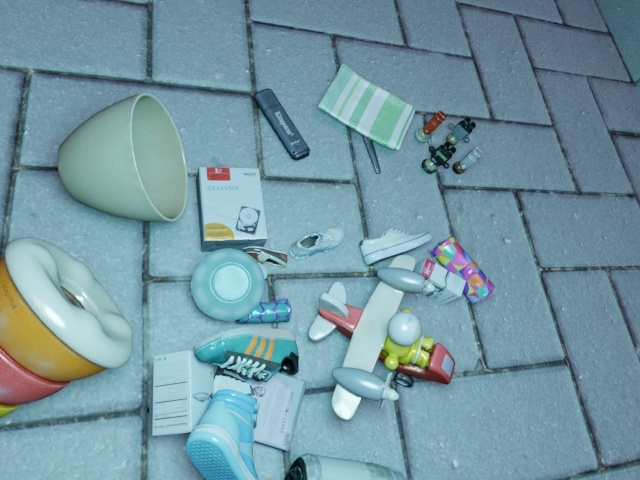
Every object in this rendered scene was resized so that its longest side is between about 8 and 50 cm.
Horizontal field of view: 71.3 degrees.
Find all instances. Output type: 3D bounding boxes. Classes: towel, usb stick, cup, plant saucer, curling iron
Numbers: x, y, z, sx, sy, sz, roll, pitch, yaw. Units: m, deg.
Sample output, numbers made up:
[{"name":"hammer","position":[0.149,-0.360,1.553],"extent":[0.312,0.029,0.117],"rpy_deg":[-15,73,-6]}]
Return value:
[{"name":"towel","position":[0.177,-0.480,1.612],"extent":[0.325,0.038,0.247],"rpy_deg":[30,60,-8]},{"name":"usb stick","position":[-0.130,-0.393,1.502],"extent":[0.077,0.045,0.277],"rpy_deg":[-26,79,-27]},{"name":"cup","position":[-0.520,-0.197,1.163],"extent":[0.237,0.331,0.330],"rpy_deg":[-7,69,5]},{"name":"plant saucer","position":[-0.237,0.112,1.167],"extent":[0.195,0.037,0.194],"rpy_deg":[4,77,-19]},{"name":"curling iron","position":[0.182,-0.365,1.603],"extent":[0.068,0.035,0.273],"rpy_deg":[-2,69,-20]}]

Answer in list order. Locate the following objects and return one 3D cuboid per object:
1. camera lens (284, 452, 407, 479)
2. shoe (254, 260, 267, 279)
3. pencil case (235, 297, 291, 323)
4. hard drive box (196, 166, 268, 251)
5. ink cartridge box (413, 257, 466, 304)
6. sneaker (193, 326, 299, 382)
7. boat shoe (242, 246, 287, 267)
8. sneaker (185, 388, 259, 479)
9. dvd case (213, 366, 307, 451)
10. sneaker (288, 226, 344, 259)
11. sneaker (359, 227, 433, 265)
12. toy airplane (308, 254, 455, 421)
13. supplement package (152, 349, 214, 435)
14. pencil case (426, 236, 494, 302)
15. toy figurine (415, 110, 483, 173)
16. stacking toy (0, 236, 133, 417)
[{"name":"camera lens","position":[0.051,0.627,1.033],"extent":[0.275,0.219,0.219],"rpy_deg":[15,64,-13]},{"name":"shoe","position":[-0.242,0.093,1.238],"extent":[0.178,0.081,0.063],"rpy_deg":[4,71,-20]},{"name":"pencil case","position":[-0.159,0.193,1.233],"extent":[0.152,0.064,0.070],"rpy_deg":[2,81,-19]},{"name":"hard drive box","position":[-0.262,-0.092,1.305],"extent":[0.181,0.089,0.231],"rpy_deg":[-3,69,-21]},{"name":"ink cartridge box","position":[0.363,0.132,1.412],"extent":[0.151,0.109,0.063],"rpy_deg":[31,61,-5]},{"name":"sneaker","position":[-0.166,0.290,1.108],"extent":[0.302,0.108,0.120],"rpy_deg":[9,51,-44]},{"name":"boat shoe","position":[-0.162,0.049,1.305],"extent":[0.137,0.049,0.043],"rpy_deg":[11,67,-20]},{"name":"sneaker","position":[-0.184,0.485,1.044],"extent":[0.127,0.318,0.208],"rpy_deg":[-6,28,13]},{"name":"dvd case","position":[-0.171,0.418,1.153],"extent":[0.239,0.029,0.179],"rpy_deg":[22,63,-10]},{"name":"sneaker","position":[0.000,0.000,1.360],"extent":[0.191,0.083,0.071],"rpy_deg":[-24,76,-27]},{"name":"sneaker","position":[0.246,0.000,1.437],"extent":[0.258,0.094,0.091],"rpy_deg":[-16,79,-23]},{"name":"toy airplane","position":[0.165,0.240,1.206],"extent":[0.385,0.272,0.385],"rpy_deg":[-11,72,-22]},{"name":"supplement package","position":[-0.324,0.362,1.061],"extent":[0.105,0.105,0.179],"rpy_deg":[-13,69,14]},{"name":"pencil case","position":[0.465,0.095,1.474],"extent":[0.105,0.104,0.236],"rpy_deg":[-34,80,-28]},{"name":"toy figurine","position":[0.468,-0.348,1.641],"extent":[0.210,0.148,0.212],"rpy_deg":[1,65,-25]},{"name":"stacking toy","position":[-0.690,0.252,0.937],"extent":[0.480,0.350,0.350],"rpy_deg":[-37,83,-10]}]
